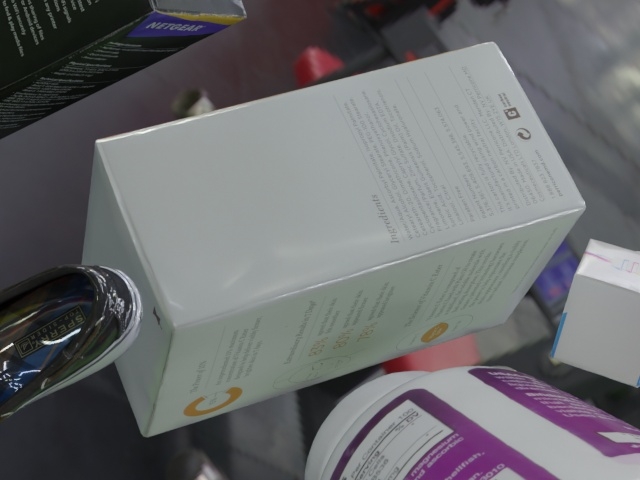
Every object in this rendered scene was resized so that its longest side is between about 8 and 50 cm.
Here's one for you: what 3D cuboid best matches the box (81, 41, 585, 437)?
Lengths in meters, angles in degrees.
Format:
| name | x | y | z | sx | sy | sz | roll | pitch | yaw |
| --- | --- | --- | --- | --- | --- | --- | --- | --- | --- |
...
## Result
| name | x | y | z | sx | sy | sz | roll | pitch | yaw |
| --- | --- | --- | --- | --- | --- | --- | --- | --- | --- |
| box | 0.000 | 0.000 | 1.175 | 0.345 | 0.215 | 0.168 | -16 | 66 | -21 |

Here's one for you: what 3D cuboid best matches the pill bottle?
| name | x | y | z | sx | sy | sz | roll | pitch | yaw |
| --- | --- | --- | --- | --- | --- | --- | --- | --- | --- |
| pill bottle | 0.093 | 0.154 | 0.696 | 0.169 | 0.169 | 0.301 | 43 | -6 | -17 |

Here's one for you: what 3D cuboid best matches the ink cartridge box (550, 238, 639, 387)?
| name | x | y | z | sx | sy | sz | roll | pitch | yaw |
| --- | --- | --- | --- | --- | --- | --- | --- | --- | --- |
| ink cartridge box | 0.286 | 0.065 | 1.415 | 0.089 | 0.092 | 0.143 | 17 | 19 | 11 |

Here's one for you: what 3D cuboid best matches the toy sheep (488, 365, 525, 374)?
| name | x | y | z | sx | sy | sz | roll | pitch | yaw |
| --- | --- | --- | --- | --- | --- | --- | --- | --- | --- |
| toy sheep | 0.143 | 0.145 | 1.112 | 0.132 | 0.091 | 0.091 | 49 | 22 | -42 |

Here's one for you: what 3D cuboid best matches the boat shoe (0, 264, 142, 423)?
| name | x | y | z | sx | sy | sz | roll | pitch | yaw |
| --- | --- | --- | --- | --- | --- | --- | --- | --- | --- |
| boat shoe | -0.206 | 0.084 | 0.821 | 0.080 | 0.228 | 0.076 | 62 | 2 | 16 |

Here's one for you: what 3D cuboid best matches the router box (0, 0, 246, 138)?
| name | x | y | z | sx | sy | sz | roll | pitch | yaw |
| --- | --- | --- | --- | --- | --- | --- | --- | --- | --- |
| router box | -0.197 | -0.211 | 0.744 | 0.081 | 0.243 | 0.309 | -11 | 82 | -59 |
